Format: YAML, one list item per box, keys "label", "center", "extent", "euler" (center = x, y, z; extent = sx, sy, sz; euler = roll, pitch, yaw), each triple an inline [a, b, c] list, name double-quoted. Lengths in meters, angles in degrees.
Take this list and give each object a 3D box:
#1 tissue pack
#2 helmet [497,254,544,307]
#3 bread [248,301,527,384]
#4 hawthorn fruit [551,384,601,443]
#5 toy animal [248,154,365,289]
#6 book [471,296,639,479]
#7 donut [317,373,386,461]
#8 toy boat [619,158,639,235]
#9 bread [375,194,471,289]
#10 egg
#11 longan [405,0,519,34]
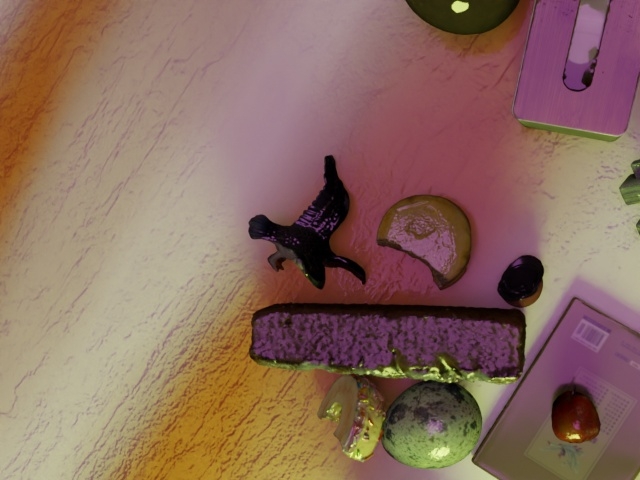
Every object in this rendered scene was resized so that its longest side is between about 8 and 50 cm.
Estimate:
- label: "tissue pack"
  center: [0.379, -0.275, 1.147]
  extent: [0.159, 0.136, 0.246]
  euler: [12, 95, 17]
- label: "helmet"
  center: [0.312, 0.069, 1.226]
  extent: [0.065, 0.049, 0.084]
  euler: [23, 70, 46]
- label: "bread"
  center: [0.102, 0.154, 1.237]
  extent: [0.416, 0.165, 0.113]
  euler: [1, 87, 18]
- label: "hawthorn fruit"
  center: [0.373, 0.262, 1.184]
  extent: [0.077, 0.077, 0.077]
  euler: [1, 92, 17]
- label: "toy animal"
  center: [-0.009, 0.006, 1.298]
  extent: [0.160, 0.197, 0.272]
  euler: [-9, 45, 33]
- label: "book"
  center: [0.400, 0.271, 1.222]
  extent: [0.217, 0.021, 0.310]
  euler: [32, 101, 13]
- label: "donut"
  center: [0.056, 0.266, 1.266]
  extent: [0.065, 0.166, 0.108]
  euler: [25, 93, -17]
- label: "toy boat"
  center: [0.558, -0.072, 1.048]
  extent: [0.319, 0.092, 0.141]
  euler: [-13, 110, 52]
- label: "bread"
  center: [0.171, -0.010, 1.250]
  extent: [0.156, 0.086, 0.125]
  euler: [36, 92, 9]
- label: "egg"
  center: [0.167, 0.285, 1.238]
  extent: [0.172, 0.132, 0.132]
  euler: [-30, 83, 31]
- label: "longan"
  center: [0.203, -0.406, 1.172]
  extent: [0.198, 0.198, 0.212]
  euler: [-11, 88, 17]
